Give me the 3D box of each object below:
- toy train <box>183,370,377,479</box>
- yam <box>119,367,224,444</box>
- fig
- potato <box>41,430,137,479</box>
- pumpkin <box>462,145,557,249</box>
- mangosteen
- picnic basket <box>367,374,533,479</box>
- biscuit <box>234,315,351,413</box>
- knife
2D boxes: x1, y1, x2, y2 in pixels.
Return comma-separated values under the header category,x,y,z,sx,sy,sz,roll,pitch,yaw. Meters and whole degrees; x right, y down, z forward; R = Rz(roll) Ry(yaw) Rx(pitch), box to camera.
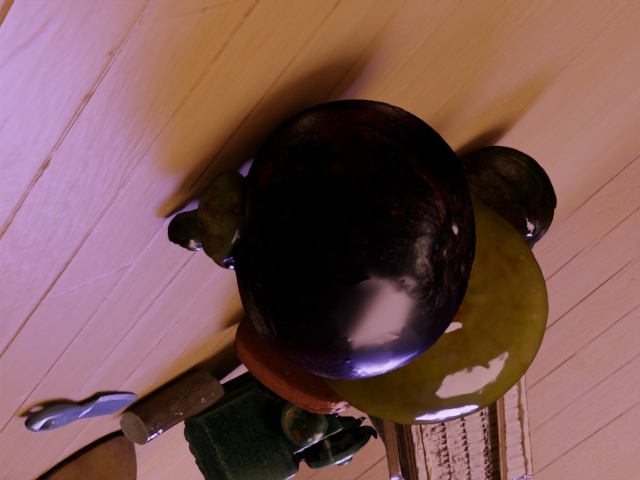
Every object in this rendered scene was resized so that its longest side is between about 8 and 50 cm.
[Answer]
category,x,y,z,sx,sy,sz,roll,pitch,yaw
toy train,-0.061,0.249,1.744,0.238,0.167,0.299,-26,-179,-1
yam,-0.185,0.206,1.596,0.132,0.054,0.054,-29,167,-36
fig,0.091,0.072,1.386,0.258,0.258,0.326,-34,-173,-16
potato,-0.345,0.378,1.670,0.299,0.116,0.239,-42,164,16
pumpkin,0.193,-0.010,1.602,0.238,0.159,0.238,-35,169,-8
mangosteen,0.011,0.000,0.971,0.216,0.216,0.216,-36,170,-8
picnic basket,0.145,0.182,1.708,0.175,0.228,0.313,-13,-155,-10
biscuit,0.002,0.129,1.532,0.192,0.186,0.036,-27,136,-38
knife,-0.250,0.180,1.368,0.044,0.019,0.313,-40,172,3
